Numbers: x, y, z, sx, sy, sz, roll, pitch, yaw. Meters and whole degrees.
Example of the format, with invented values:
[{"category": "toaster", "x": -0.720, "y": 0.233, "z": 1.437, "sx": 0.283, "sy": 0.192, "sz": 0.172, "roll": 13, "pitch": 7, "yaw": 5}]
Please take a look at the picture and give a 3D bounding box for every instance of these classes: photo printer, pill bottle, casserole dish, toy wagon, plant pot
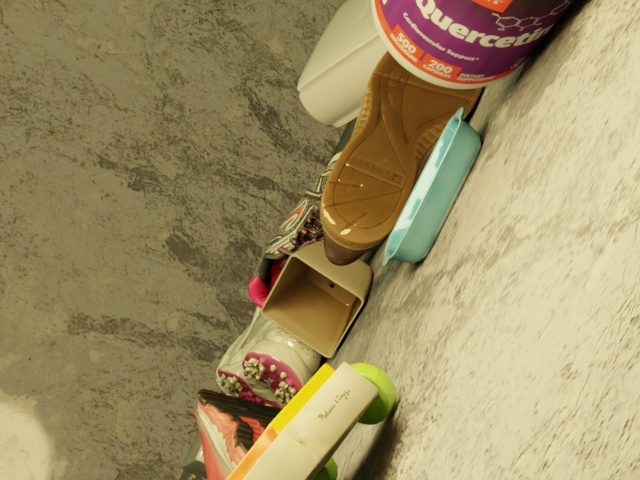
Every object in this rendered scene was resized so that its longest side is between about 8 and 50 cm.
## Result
[{"category": "photo printer", "x": 0.123, "y": -0.320, "z": 2.253, "sx": 0.307, "sy": 0.107, "sz": 0.256, "roll": -29, "pitch": 25, "yaw": 42}, {"category": "pill bottle", "x": 0.169, "y": -0.280, "z": 1.462, "sx": 0.181, "sy": 0.181, "sz": 0.323, "roll": -65, "pitch": 4, "yaw": -21}, {"category": "casserole dish", "x": 0.122, "y": -0.050, "z": 1.649, "sx": 0.188, "sy": 0.037, "sz": 0.114, "roll": -63, "pitch": 4, "yaw": 4}, {"category": "toy wagon", "x": -0.064, "y": 0.250, "z": 1.345, "sx": 0.267, "sy": 0.068, "sz": 0.344, "roll": -43, "pitch": -11, "yaw": -51}, {"category": "plant pot", "x": 0.006, "y": 0.062, "z": 1.980, "sx": 0.109, "sy": 0.109, "sz": 0.096, "roll": -61, "pitch": -6, "yaw": 35}]

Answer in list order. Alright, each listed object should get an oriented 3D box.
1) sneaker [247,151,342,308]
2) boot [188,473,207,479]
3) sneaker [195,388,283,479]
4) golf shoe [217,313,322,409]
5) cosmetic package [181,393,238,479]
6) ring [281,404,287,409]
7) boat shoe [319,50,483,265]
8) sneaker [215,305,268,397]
[{"category": "sneaker", "x": 0.000, "y": 0.000, "z": 2.065, "sx": 0.112, "sy": 0.121, "sz": 0.299, "roll": -27, "pitch": -22, "yaw": -38}, {"category": "boot", "x": -0.174, "y": 0.382, "z": 1.924, "sx": 0.178, "sy": 0.085, "sz": 0.236, "roll": -62, "pitch": 3, "yaw": -7}, {"category": "sneaker", "x": -0.094, "y": 0.260, "z": 1.729, "sx": 0.314, "sy": 0.116, "sz": 0.136, "roll": -136, "pitch": 64, "yaw": -75}, {"category": "golf shoe", "x": -0.052, "y": 0.163, "z": 2.142, "sx": 0.140, "sy": 0.115, "sz": 0.306, "roll": -54, "pitch": 7, "yaw": -20}, {"category": "cosmetic package", "x": -0.151, "y": 0.320, "z": 2.450, "sx": 0.117, "sy": 0.085, "sz": 0.231, "roll": -65, "pitch": 6, "yaw": -14}, {"category": "ring", "x": -0.083, "y": 0.330, "z": 1.908, "sx": 0.336, "sy": 0.032, "sz": 0.336, "roll": -63, "pitch": 3, "yaw": 7}, {"category": "boat shoe", "x": 0.094, "y": -0.114, "z": 1.821, "sx": 0.123, "sy": 0.123, "sz": 0.342, "roll": 105, "pitch": -169, "yaw": -63}, {"category": "sneaker", "x": -0.050, "y": 0.133, "z": 2.454, "sx": 0.115, "sy": 0.105, "sz": 0.281, "roll": 8, "pitch": 66, "yaw": 54}]
